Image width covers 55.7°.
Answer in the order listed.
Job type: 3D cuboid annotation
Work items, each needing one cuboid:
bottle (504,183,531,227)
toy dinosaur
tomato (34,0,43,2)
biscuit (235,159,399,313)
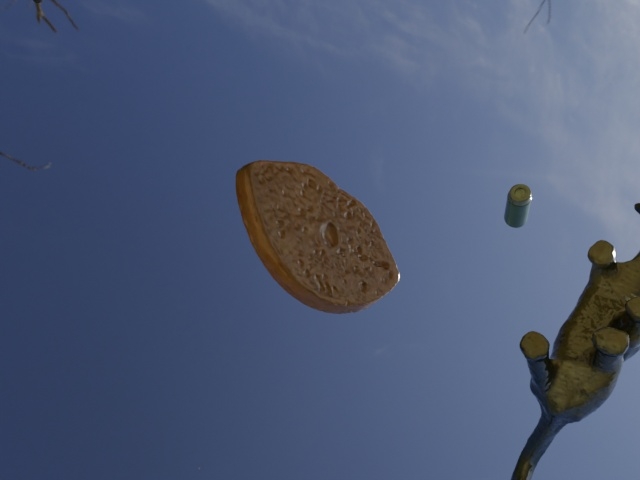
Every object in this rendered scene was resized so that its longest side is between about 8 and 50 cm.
[{"bbox_3d":[0.252,-0.044,0.772,0.030,0.083,0.030,-5,-111,12],"label":"bottle"},{"bbox_3d":[0.225,0.096,0.513,0.075,0.188,0.248,25,-119,28],"label":"toy dinosaur"},{"bbox_3d":[-0.311,-0.313,0.436,0.170,0.309,0.309,-32,-101,-8],"label":"tomato"},{"bbox_3d":[0.000,0.000,0.621,0.220,0.029,0.142,33,-127,-30],"label":"biscuit"}]
